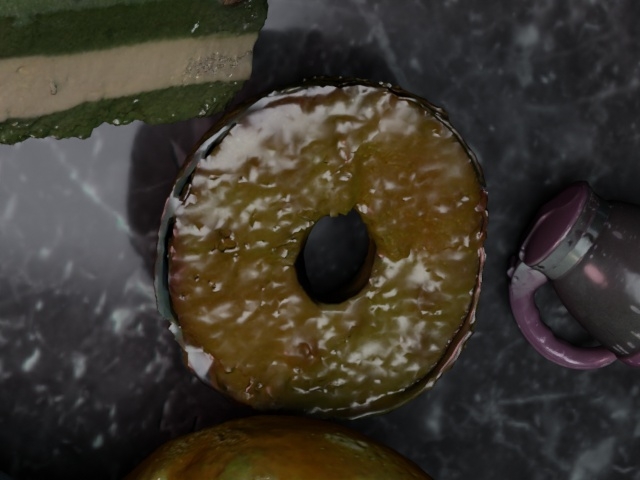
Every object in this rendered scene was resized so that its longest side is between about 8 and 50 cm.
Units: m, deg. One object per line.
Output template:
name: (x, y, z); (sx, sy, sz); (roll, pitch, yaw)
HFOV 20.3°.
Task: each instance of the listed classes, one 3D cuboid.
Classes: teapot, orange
teapot: (0.221, 0.024, 1.396); (0.146, 0.148, 0.116); (35, 61, -9)
orange: (-0.036, 0.243, 1.322); (0.262, 0.196, 0.334); (36, 133, -28)

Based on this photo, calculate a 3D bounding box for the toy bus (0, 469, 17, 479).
toy bus: (-0.272, 0.214, 1.260); (0.246, 0.113, 0.134); (28, 109, 22)

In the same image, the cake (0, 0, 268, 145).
cake: (-0.174, -0.133, 1.172); (0.283, 0.172, 0.158); (14, 125, -12)

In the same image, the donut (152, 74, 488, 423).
donut: (0.000, 0.000, 1.328); (0.272, 0.107, 0.272); (-3, 112, -8)
